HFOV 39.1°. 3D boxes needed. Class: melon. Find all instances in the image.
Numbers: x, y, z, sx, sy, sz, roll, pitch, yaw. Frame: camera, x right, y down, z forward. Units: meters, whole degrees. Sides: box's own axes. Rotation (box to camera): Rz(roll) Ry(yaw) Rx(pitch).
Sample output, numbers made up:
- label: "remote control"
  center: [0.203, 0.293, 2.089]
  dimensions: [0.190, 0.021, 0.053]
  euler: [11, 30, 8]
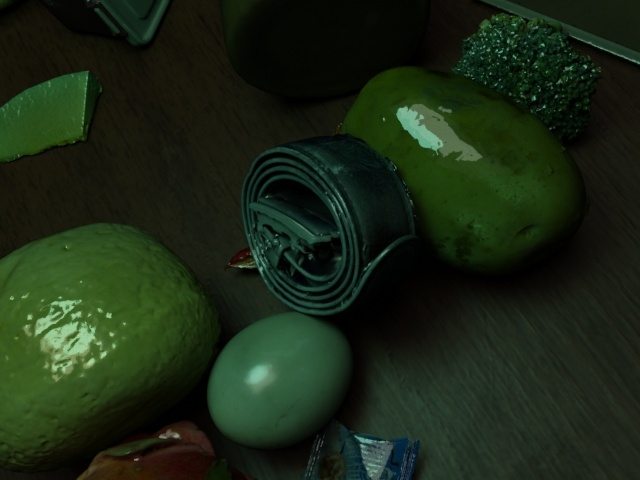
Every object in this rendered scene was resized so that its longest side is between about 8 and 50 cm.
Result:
- label: "melon"
  center: [-0.452, -0.171, 1.407]
  dimensions: [0.262, 0.053, 0.114]
  euler: [-24, 81, 8]

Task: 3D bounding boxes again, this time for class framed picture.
- label: "framed picture"
  center: [0.393, -0.375, 1.269]
  dimensions: [0.293, 0.018, 0.231]
  euler: [31, 78, 25]

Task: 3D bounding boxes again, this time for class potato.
- label: "potato"
  center: [0.167, -0.081, 1.079]
  dimensions: [0.304, 0.216, 0.216]
  euler: [33, 77, -2]

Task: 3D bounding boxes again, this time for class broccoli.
- label: "broccoli"
  center: [0.273, -0.225, 1.184]
  dimensions: [0.220, 0.194, 0.194]
  euler: [-10, 62, 37]

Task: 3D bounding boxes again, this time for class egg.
- label: "egg"
  center: [-0.045, 0.164, 1.070]
  dimensions: [0.192, 0.149, 0.149]
  euler: [-31, 58, -32]

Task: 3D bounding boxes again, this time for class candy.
- label: "candy"
  center: [0.046, 0.262, 1.071]
  dimensions: [0.136, 0.038, 0.088]
  euler: [11, 83, 27]

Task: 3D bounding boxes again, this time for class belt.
- label: "belt"
  center: [0.006, -0.015, 1.045]
  dimensions: [0.116, 0.206, 0.267]
  euler: [-16, 14, -32]

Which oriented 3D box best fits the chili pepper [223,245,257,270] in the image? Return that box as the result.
- label: "chili pepper"
  center: [0.000, 0.000, 1.195]
  dimensions: [0.268, 0.050, 0.059]
  euler: [-15, 108, 11]

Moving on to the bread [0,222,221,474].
- label: "bread"
  center: [-0.276, 0.136, 1.069]
  dimensions: [0.320, 0.320, 0.237]
  euler: [-31, 65, 0]

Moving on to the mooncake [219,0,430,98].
- label: "mooncake"
  center: [0.002, -0.325, 1.204]
  dimensions: [0.284, 0.284, 0.155]
  euler: [-19, 63, 7]

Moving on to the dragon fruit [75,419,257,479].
- label: "dragon fruit"
  center: [-0.154, 0.340, 0.984]
  dimensions: [0.306, 0.226, 0.305]
  euler: [4, 106, 13]

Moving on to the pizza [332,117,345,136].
- label: "pizza"
  center: [0.075, -0.134, 1.225]
  dimensions: [0.182, 0.062, 0.161]
  euler: [-16, 62, 9]

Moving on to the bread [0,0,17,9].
- label: "bread"
  center: [-0.536, -0.470, 1.508]
  dimensions: [0.268, 0.130, 0.152]
  euler: [-32, 71, 0]

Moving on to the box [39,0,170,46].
- label: "box"
  center: [-0.331, -0.466, 1.421]
  dimensions: [0.168, 0.193, 0.294]
  euler: [10, 70, 28]

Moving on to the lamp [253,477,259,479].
- label: "lamp"
  center: [-0.060, 0.329, 1.072]
  dimensions: [0.063, 0.031, 0.083]
  euler: [5, 72, 18]
